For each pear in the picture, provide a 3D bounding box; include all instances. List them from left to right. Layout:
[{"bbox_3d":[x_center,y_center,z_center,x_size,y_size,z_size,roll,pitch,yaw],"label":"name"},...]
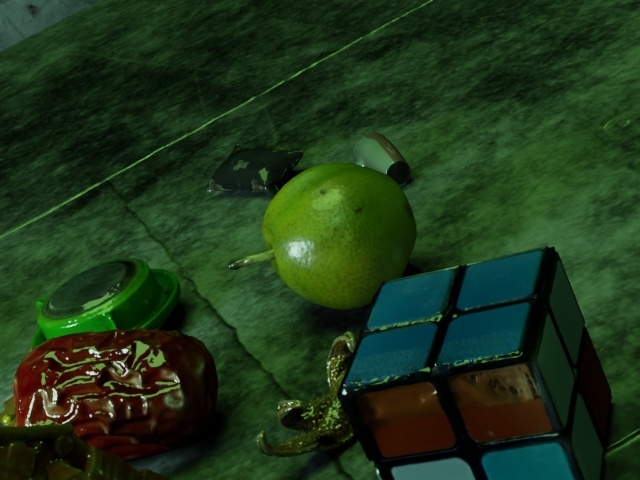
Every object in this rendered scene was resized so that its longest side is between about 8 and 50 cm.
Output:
[{"bbox_3d":[0.000,0.000,1.664,0.216,0.166,0.180,-15,37,-13],"label":"pear"}]

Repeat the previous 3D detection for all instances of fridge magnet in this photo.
[{"bbox_3d":[-0.276,0.092,1.835,0.208,0.088,0.208,-20,23,9],"label":"fridge magnet"}]

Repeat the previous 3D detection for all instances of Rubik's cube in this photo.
[{"bbox_3d":[0.140,0.134,1.262,0.183,0.180,0.167,-14,27,26],"label":"Rubik's cube"}]

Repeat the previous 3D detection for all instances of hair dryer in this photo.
[{"bbox_3d":[0.042,-0.076,1.948,0.154,0.054,0.106,-35,29,1],"label":"hair dryer"}]

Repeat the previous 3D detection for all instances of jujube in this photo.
[{"bbox_3d":[-0.222,0.172,1.568,0.230,0.155,0.155,-7,29,16],"label":"jujube"}]

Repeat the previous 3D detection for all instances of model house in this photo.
[{"bbox_3d":[-0.264,0.266,1.366,0.219,0.199,0.229,-50,28,-21],"label":"model house"}]

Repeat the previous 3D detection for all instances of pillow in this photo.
[{"bbox_3d":[-0.097,-0.103,2.111,0.150,0.048,0.090,7,36,45],"label":"pillow"}]

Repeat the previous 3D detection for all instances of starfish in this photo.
[{"bbox_3d":[0.021,0.161,1.441,0.146,0.074,0.190,2,36,47],"label":"starfish"}]

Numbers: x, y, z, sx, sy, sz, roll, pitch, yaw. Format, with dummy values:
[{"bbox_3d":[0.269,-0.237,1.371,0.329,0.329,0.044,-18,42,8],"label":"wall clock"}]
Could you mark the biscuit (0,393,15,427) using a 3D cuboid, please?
[{"bbox_3d":[-0.361,0.215,1.742,0.205,0.031,0.138,-30,25,-15],"label":"biscuit"}]
